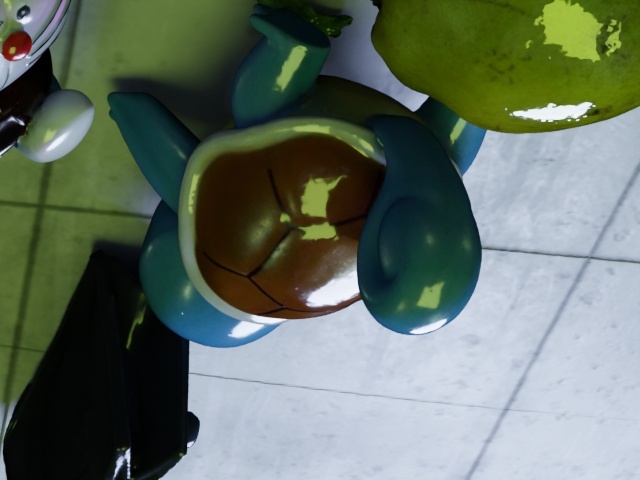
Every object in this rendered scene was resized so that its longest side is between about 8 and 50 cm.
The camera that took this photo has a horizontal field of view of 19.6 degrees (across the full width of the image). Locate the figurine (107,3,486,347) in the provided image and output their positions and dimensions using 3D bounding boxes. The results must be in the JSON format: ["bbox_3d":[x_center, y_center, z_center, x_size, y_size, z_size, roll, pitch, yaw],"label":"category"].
[{"bbox_3d":[0.006,-0.040,1.441,0.298,0.243,0.416,7,172,-30],"label":"figurine"}]

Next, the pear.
[{"bbox_3d":[0.165,-0.178,1.277,0.269,0.212,0.212,-9,142,14],"label":"pear"}]

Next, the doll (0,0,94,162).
[{"bbox_3d":[-0.276,-0.167,1.230,0.284,0.240,0.310,-40,164,-21],"label":"doll"}]

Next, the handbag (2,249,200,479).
[{"bbox_3d":[-0.193,0.198,1.663,0.118,0.269,0.325,9,140,-19],"label":"handbag"}]

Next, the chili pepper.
[{"bbox_3d":[-0.016,-0.174,1.404,0.091,0.030,0.034,27,107,-37],"label":"chili pepper"}]
